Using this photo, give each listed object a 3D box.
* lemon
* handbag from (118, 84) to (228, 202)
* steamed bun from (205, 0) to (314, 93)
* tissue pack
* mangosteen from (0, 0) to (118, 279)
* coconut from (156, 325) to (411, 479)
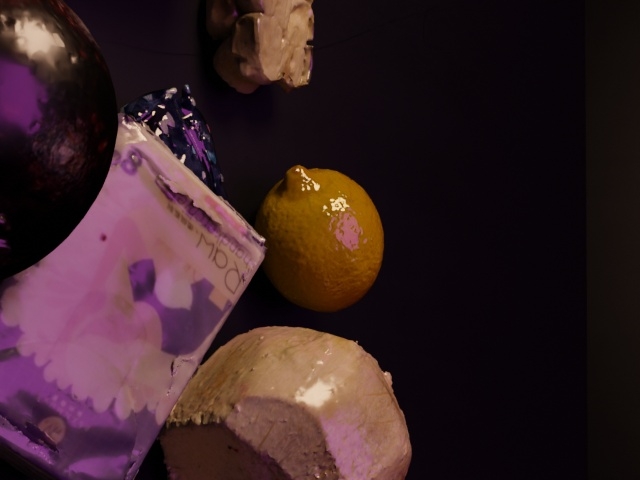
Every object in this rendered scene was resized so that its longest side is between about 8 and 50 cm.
[{"bbox_3d":[0.000,0.000,1.523,0.187,0.186,0.244,-54,136,-48],"label":"lemon"},{"bbox_3d":[-0.185,-0.048,1.284,0.162,0.113,0.260,-36,120,-45],"label":"handbag"},{"bbox_3d":[-0.089,-0.300,1.489,0.177,0.106,0.192,-24,116,-62],"label":"steamed bun"},{"bbox_3d":[-0.229,0.068,1.086,0.242,0.125,0.344,45,62,-31],"label":"tissue pack"},{"bbox_3d":[-0.326,-0.107,0.912,0.296,0.313,0.297,-13,119,-24],"label":"mangosteen"},{"bbox_3d":[-0.031,0.250,1.342,0.254,0.297,0.297,-50,128,-47],"label":"coconut"}]
